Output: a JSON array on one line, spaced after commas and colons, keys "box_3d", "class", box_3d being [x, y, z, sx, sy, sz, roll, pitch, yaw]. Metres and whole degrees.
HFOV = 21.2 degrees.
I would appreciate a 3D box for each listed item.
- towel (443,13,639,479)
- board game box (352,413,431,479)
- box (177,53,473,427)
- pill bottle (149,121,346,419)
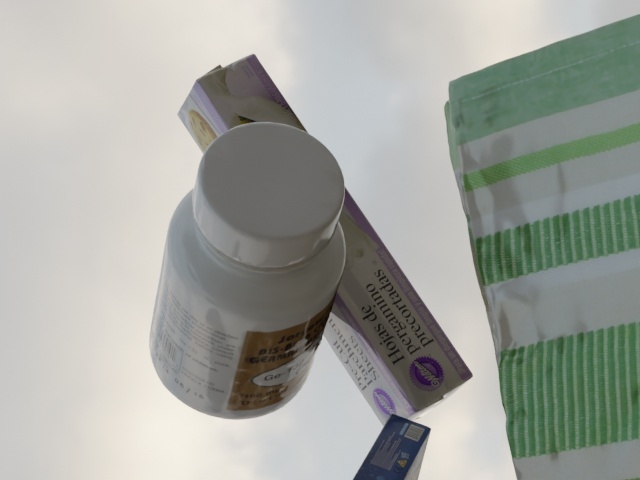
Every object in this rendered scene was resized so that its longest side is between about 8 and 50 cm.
[{"box_3d": [0.213, 0.017, 1.158, 0.038, 0.248, 0.324, -1, -101, -53], "class": "towel"}, {"box_3d": [0.022, 0.236, 1.244, 0.201, 0.035, 0.136, -52, -22, -55], "class": "board game box"}, {"box_3d": [0.000, 0.000, 1.376, 0.063, 0.067, 0.324, -28, -101, -28], "class": "box"}, {"box_3d": [-0.051, 0.023, 1.252, 0.131, 0.131, 0.229, -46, -16, -33], "class": "pill bottle"}]
